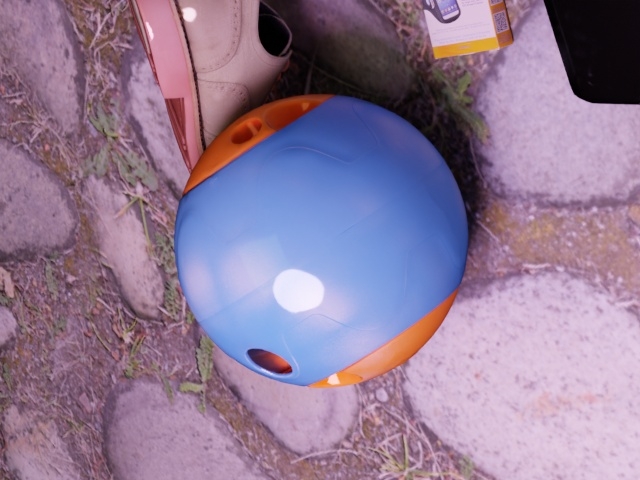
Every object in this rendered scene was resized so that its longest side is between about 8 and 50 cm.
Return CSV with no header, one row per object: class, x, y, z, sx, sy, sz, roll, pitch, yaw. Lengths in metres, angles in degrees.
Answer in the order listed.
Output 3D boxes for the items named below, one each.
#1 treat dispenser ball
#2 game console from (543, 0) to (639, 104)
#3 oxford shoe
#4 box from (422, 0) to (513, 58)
treat dispenser ball,0.000,0.000,1.580,0.288,0.288,0.288,20,121,37
game console,0.237,-0.269,1.260,0.213,0.044,0.361,6,125,50
oxford shoe,-0.089,-0.155,1.661,0.397,0.146,0.140,78,171,-63
box,0.131,-0.245,1.535,0.081,0.028,0.136,-3,104,45
